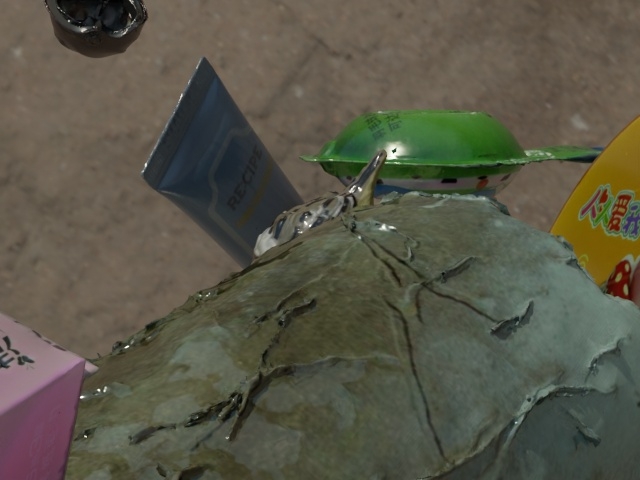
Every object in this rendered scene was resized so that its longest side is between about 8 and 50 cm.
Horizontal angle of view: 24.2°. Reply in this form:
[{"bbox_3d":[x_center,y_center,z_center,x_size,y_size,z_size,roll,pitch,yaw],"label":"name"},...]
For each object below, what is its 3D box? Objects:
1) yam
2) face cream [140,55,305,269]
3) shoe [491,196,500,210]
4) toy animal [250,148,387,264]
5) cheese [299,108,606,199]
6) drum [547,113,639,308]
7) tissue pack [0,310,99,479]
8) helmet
[{"bbox_3d":[-0.006,0.125,0.714,0.241,0.348,0.241,19,122,34],"label":"yam"},{"bbox_3d":[-0.055,-0.014,1.499,0.086,0.385,0.136,9,63,34],"label":"face cream"},{"bbox_3d":[0.111,0.007,1.569,0.194,0.074,0.077,-46,41,-16],"label":"shoe"},{"bbox_3d":[0.000,0.000,1.041,0.098,0.098,0.137,13,98,40],"label":"toy animal"},{"bbox_3d":[0.142,-0.075,1.341,0.204,0.320,0.083,-134,44,-81],"label":"cheese"},{"bbox_3d":[0.314,0.102,1.143,0.431,0.214,0.431,-160,90,-74],"label":"drum"},{"bbox_3d":[-0.153,0.133,0.396,0.092,0.148,0.246,26,122,19],"label":"tissue pack"},{"bbox_3d":[-0.261,-0.249,1.704,0.098,0.123,0.070,68,150,31],"label":"helmet"}]
